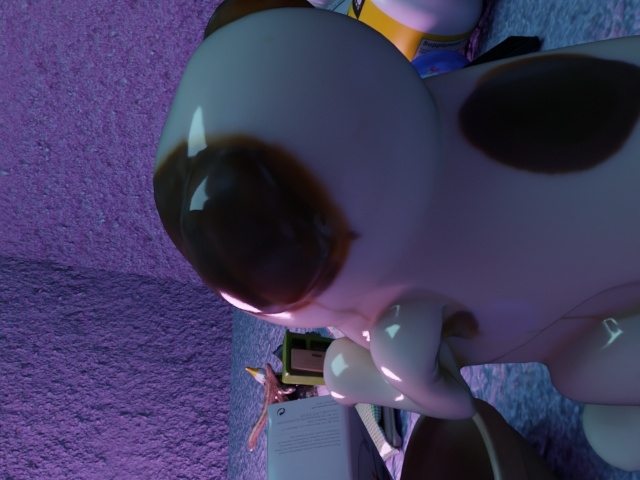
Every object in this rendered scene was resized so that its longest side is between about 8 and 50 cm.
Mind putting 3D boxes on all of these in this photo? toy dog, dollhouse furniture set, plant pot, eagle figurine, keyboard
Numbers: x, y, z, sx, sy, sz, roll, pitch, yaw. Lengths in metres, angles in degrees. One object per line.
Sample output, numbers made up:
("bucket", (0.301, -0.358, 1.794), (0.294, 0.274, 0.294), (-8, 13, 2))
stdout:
("toy dog", (0.092, -0.018, 0.464), (0.395, 0.407, 0.285), (120, 156, -59))
("dollhouse furniture set", (0.025, 0.256, 1.173), (0.198, 0.151, 0.302), (112, 162, -46))
("plant pot", (0.162, 0.271, 0.635), (0.237, 0.109, 0.238), (-171, 90, -79))
("eagle figurine", (-0.071, 0.342, 1.589), (0.226, 0.225, 0.298), (-38, -14, 10))
("keyboard", (0.183, -0.185, 0.827), (0.192, 0.038, 0.100), (-34, 21, 3))

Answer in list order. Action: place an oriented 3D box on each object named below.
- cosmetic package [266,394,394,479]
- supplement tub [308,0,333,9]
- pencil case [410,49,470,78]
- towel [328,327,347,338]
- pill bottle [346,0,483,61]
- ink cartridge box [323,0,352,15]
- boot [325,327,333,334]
("cosmetic package", (0.043, 0.383, 0.722), (0.377, 0.097, 0.285), (66, -162, -45))
("supplement tub", (0.040, -0.718, 1.658), (0.228, 0.228, 0.316), (-99, 22, -55))
("pencil case", (0.162, -0.117, 0.882), (0.119, 0.133, 0.306), (54, -153, -43))
("towel", (0.072, 0.018, 1.111), (0.282, 0.049, 0.187), (-56, 48, 24))
("pill bottle", (0.130, -0.324, 1.036), (0.334, 0.187, 0.188), (114, 161, -50))
("ink cartridge box", (0.046, -0.404, 1.392), (0.223, 0.129, 0.307), (-40, 22, 8))
("boot", (0.027, 0.097, 1.455), (0.219, 0.082, 0.106), (-96, 22, -45))
